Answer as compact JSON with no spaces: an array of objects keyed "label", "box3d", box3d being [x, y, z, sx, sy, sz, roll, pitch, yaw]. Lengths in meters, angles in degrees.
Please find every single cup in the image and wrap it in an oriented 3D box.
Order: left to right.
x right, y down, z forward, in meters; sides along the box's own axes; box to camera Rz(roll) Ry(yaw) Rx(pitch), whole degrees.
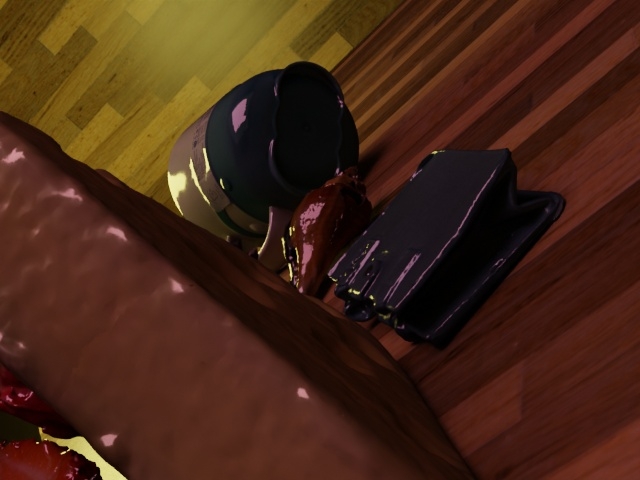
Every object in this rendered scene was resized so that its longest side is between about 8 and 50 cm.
[{"label":"cup","box3d":[-0.080,-0.088,1.477,0.257,0.219,0.290,-28,52,57]}]

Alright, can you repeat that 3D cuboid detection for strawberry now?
[{"label":"strawberry","box3d":[-0.325,0.309,1.135,0.228,0.098,0.174,4,48,45]}]

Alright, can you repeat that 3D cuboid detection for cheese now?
[{"label":"cheese","box3d":[-0.048,0.082,0.668,0.104,0.384,0.384,-54,11,4]}]

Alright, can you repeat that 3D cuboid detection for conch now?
[{"label":"conch","box3d":[-0.004,-0.004,1.191,0.233,0.080,0.086,-53,5,-22]}]

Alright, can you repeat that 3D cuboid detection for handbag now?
[{"label":"handbag","box3d":[0.090,0.003,0.878,0.179,0.062,0.229,-48,12,-4]}]

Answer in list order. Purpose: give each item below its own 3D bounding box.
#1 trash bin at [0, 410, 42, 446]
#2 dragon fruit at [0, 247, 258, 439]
[{"label":"trash bin","box3d":[-0.476,0.267,1.344,0.158,0.344,0.223,-1,29,16]},{"label":"dragon fruit","box3d":[-0.259,0.103,1.217,0.386,0.370,0.249,18,-99,-75]}]
